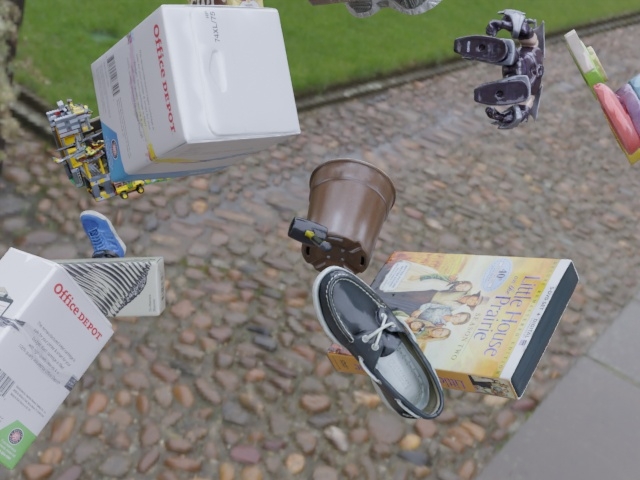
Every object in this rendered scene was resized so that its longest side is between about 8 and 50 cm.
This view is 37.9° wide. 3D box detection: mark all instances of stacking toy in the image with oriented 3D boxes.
[{"bbox_3d":[0.602,-0.303,1.820,0.280,0.130,0.309,64,16,6],"label":"stacking toy"}]

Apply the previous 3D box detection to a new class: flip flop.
[{"bbox_3d":[-0.556,-0.309,2.559,0.277,0.112,0.080,-12,26,11],"label":"flip flop"}]

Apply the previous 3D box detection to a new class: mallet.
[{"bbox_3d":[0.000,0.000,1.443,0.062,0.039,0.189,19,4,-19],"label":"mallet"}]

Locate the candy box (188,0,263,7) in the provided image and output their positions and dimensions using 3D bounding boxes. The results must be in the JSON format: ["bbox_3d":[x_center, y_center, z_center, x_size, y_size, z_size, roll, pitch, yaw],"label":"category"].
[{"bbox_3d":[-0.217,-0.572,2.022,0.087,0.316,0.183,-14,11,-34],"label":"candy box"}]

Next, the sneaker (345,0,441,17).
[{"bbox_3d":[0.167,-0.531,1.951,0.232,0.090,0.115,8,38,35],"label":"sneaker"}]

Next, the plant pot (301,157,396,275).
[{"bbox_3d":[0.042,-0.033,1.692,0.167,0.167,0.165,17,53,-1],"label":"plant pot"}]

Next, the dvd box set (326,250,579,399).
[{"bbox_3d":[0.251,0.150,1.812,0.420,0.062,0.308,3,45,42],"label":"dvd box set"}]

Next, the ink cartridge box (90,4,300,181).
[{"bbox_3d":[-0.196,-0.217,1.417,0.197,0.198,0.270,-8,-4,-35],"label":"ink cartridge box"}]

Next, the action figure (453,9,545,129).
[{"bbox_3d":[0.292,-0.265,1.437,0.099,0.185,0.285,-6,6,24],"label":"action figure"}]

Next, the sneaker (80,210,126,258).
[{"bbox_3d":[-0.497,0.007,2.104,0.058,0.152,0.085,-13,42,17],"label":"sneaker"}]

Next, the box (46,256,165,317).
[{"bbox_3d":[-0.443,0.091,1.801,0.275,0.113,0.094,-3,6,-1],"label":"box"}]

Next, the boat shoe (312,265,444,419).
[{"bbox_3d":[0.101,0.164,1.487,0.114,0.302,0.091,-47,23,-18],"label":"boat shoe"}]

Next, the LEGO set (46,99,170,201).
[{"bbox_3d":[-0.464,-0.228,2.043,0.255,0.192,0.331,-19,25,-13],"label":"LEGO set"}]

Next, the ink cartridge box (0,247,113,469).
[{"bbox_3d":[-0.474,0.180,1.435,0.114,0.198,0.273,18,61,30],"label":"ink cartridge box"}]

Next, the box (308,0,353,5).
[{"bbox_3d":[0.064,-0.513,1.609,0.203,0.169,0.167,-4,4,9],"label":"box"}]
